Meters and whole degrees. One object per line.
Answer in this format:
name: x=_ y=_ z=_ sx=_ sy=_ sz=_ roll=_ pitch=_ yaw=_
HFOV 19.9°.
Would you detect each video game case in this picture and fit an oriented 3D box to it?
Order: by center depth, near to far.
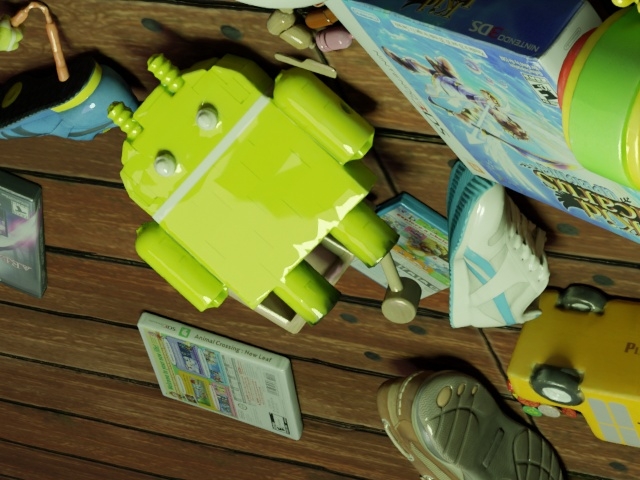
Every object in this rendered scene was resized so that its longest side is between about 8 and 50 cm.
video game case: x=0.151 y=-0.105 z=1.363 sx=0.244 sy=0.061 sz=0.269 roll=44 pitch=170 yaw=-37
video game case: x=0.086 y=0.010 z=1.795 sx=0.119 sy=0.015 sz=0.166 roll=33 pitch=153 yaw=-17
video game case: x=-0.414 y=-0.029 z=2.129 sx=0.196 sy=0.026 sz=0.274 roll=22 pitch=153 yaw=4
video game case: x=-0.120 y=0.169 z=2.263 sx=0.193 sy=0.023 sz=0.212 roll=17 pitch=154 yaw=14

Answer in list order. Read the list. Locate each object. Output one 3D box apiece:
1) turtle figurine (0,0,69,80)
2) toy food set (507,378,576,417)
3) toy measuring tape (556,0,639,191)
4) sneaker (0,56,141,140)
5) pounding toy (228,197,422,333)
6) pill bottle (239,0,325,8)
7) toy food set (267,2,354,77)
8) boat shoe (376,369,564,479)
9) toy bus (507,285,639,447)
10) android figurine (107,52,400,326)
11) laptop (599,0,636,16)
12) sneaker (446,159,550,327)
turtle figurine: x=-0.362 y=-0.221 z=1.647 sx=0.217 sy=0.087 sz=0.269 roll=3 pitch=148 yaw=36
toy food set: x=0.239 y=0.165 z=1.955 sx=0.083 sy=0.020 sz=0.082 roll=-4 pitch=143 yaw=43
toy measuring tape: x=0.216 y=-0.040 z=1.198 sx=0.121 sy=0.121 sz=0.330 roll=11 pitch=132 yaw=24
sneaker: x=-0.253 y=-0.121 z=1.770 sx=0.209 sy=0.069 sz=0.082 roll=-8 pitch=144 yaw=47
pounding toy: x=0.009 y=-0.003 z=1.729 sx=0.206 sy=0.094 sz=0.181 roll=31 pitch=130 yaw=-6
pill bottle: x=0.037 y=-0.292 z=1.021 sx=0.224 sy=0.224 sz=0.392 roll=30 pitch=153 yaw=-13
toy food set: x=-0.006 y=-0.187 z=1.497 sx=0.078 sy=0.019 sz=0.122 roll=19 pitch=146 yaw=9
boat shoe: x=0.174 y=0.248 z=2.075 sx=0.116 sy=0.123 sz=0.324 roll=7 pitch=144 yaw=44
toy bus: x=0.351 y=0.135 z=1.707 sx=0.333 sy=0.108 sz=0.130 roll=8 pitch=152 yaw=29
android figurine: x=-0.067 y=-0.052 z=1.630 sx=0.273 sy=0.056 sz=0.248 roll=44 pitch=116 yaw=-6
laptop: x=0.377 y=-0.212 z=1.127 sx=0.408 sy=0.236 sz=0.382 roll=2 pitch=163 yaw=-24
sneaker: x=0.161 y=0.000 z=1.652 sx=0.092 sy=0.087 sz=0.228 roll=-1 pitch=149 yaw=4
